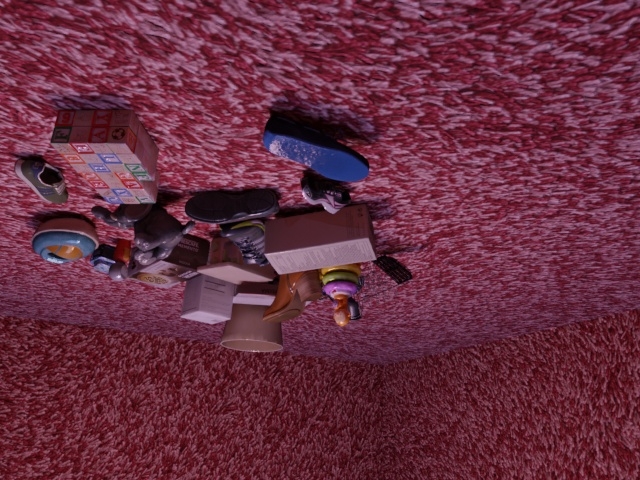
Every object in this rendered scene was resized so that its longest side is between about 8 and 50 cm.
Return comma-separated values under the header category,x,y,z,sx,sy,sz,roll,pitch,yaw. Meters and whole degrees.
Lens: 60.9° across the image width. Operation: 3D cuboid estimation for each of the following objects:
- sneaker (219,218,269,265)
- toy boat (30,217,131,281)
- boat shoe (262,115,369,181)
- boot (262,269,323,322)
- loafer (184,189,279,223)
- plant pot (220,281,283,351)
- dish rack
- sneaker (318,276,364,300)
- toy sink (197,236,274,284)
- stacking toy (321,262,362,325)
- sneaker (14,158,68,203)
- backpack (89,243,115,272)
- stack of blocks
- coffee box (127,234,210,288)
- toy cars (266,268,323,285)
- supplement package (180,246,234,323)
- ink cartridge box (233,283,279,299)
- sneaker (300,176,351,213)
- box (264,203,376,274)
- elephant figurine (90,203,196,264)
category,x,y,z,sx,sy,sz,roll,pitch,yaw
sneaker,-0.210,0.007,1.656,0.111,0.121,0.300,-5,169,20
toy boat,-0.790,0.034,1.825,0.318,0.148,0.267,20,152,-36
boat shoe,0.001,-0.213,1.200,0.258,0.089,0.109,22,138,-30
boot,-0.118,0.138,1.838,0.109,0.220,0.283,6,144,-40
loafer,-0.246,-0.085,1.540,0.267,0.096,0.084,-3,163,10
plant pot,-0.274,0.307,2.275,0.256,0.274,0.256,3,158,1
dish rack,0.168,0.146,1.848,0.271,0.208,0.074,-22,124,-17
sneaker,0.068,0.179,2.195,0.221,0.083,0.087,-10,-168,7
toy sink,-0.285,0.059,1.851,0.152,0.131,0.234,-11,160,31
stacking toy,0.064,0.124,1.731,0.175,0.302,0.165,-18,150,37
sneaker,-0.719,-0.152,1.457,0.086,0.064,0.192,3,156,14
backpack,-0.794,0.074,2.013,0.114,0.084,0.105,-14,151,41
stack of blocks,-0.481,-0.190,1.304,0.171,0.087,0.297,1,158,4
coffee box,-0.541,0.071,1.926,0.168,0.119,0.297,22,152,-36
toy cars,-0.056,0.128,2.064,0.176,0.087,0.393,12,161,-32
supplement package,-0.399,0.163,1.968,0.134,0.244,0.139,21,153,-36
ink cartridge box,-0.175,0.196,2.028,0.296,0.066,0.261,5,164,-14
sneaker,0.017,-0.132,1.438,0.077,0.072,0.178,-25,155,28
box,0.000,0.000,1.615,0.311,0.121,0.148,-8,150,11
elephant figurine,-0.515,-0.066,1.568,0.186,0.239,0.169,-18,155,-42
